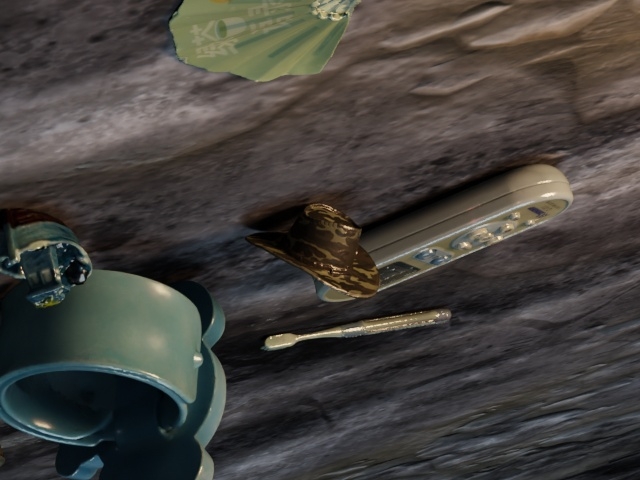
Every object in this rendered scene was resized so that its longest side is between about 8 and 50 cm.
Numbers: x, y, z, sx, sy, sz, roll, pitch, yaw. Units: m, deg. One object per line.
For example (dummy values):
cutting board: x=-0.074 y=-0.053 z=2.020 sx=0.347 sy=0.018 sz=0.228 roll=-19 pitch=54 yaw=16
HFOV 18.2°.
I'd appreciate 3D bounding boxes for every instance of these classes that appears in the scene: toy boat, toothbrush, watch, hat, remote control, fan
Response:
toy boat: x=-0.205 y=0.016 z=1.461 sx=0.060 sy=0.061 sz=0.137 roll=-18 pitch=163 yaw=5
toothbrush: x=0.038 y=0.092 z=2.039 sx=0.219 sy=0.016 sz=0.019 roll=-9 pitch=163 yaw=-27
watch: x=-0.182 y=0.108 z=1.629 sx=0.211 sy=0.211 sz=0.193 roll=-24 pitch=142 yaw=23
hat: x=0.000 y=0.000 z=1.618 sx=0.121 sy=0.121 sz=0.050 roll=1 pitch=117 yaw=-47
remote control: x=0.102 y=-0.007 z=1.727 sx=0.244 sy=0.047 sz=0.087 roll=-23 pitch=166 yaw=19
fan: x=-0.029 y=-0.138 z=1.225 sx=0.131 sy=0.009 sz=0.240 roll=-14 pitch=164 yaw=-1

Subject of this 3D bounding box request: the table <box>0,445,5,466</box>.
table: x=-0.383 y=0.215 z=1.975 sx=0.133 sy=0.043 sz=0.133 roll=-15 pitch=164 yaw=-4
